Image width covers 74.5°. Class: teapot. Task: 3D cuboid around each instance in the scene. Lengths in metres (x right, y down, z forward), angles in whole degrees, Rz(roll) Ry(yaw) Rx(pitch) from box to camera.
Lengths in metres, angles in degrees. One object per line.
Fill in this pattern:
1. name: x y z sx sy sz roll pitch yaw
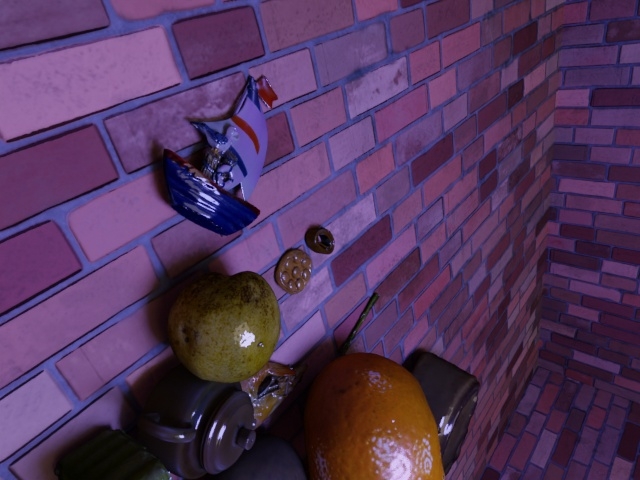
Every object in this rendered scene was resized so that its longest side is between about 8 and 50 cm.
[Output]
1. teapot: -0.200 0.323 0.740 0.267 0.175 0.186 43 59 -64

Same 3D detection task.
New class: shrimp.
1. shrimp: -0.124 0.337 0.962 0.267 0.061 0.146 -15 103 -43

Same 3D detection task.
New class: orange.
1. orange: 0.130 0.489 1.024 0.424 0.325 0.425 -5 90 -86

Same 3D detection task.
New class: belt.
1. belt: 0.000 0.000 1.014 0.083 0.036 0.059 37 67 -48

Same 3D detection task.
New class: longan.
1. longan: -0.139 0.537 0.893 0.245 0.215 0.246 13 67 -34

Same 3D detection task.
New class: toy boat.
1. toy boat: -0.155 -0.145 0.785 0.318 0.071 0.219 -56 134 -35

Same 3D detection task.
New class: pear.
1. pear: -0.165 0.141 0.745 0.197 0.197 0.198 -18 115 -45

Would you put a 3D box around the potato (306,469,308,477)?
1. potato: -0.028 0.695 1.149 0.112 0.112 0.147 -45 139 -30

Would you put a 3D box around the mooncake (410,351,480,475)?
1. mooncake: 0.402 0.633 1.502 0.393 0.246 0.395 -40 139 -42

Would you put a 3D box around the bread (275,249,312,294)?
1. bread: -0.059 0.073 0.976 0.110 0.024 0.110 -18 114 -46

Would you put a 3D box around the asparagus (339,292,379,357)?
1. asparagus: 0.112 0.249 1.229 0.233 0.022 0.023 -55 180 -24

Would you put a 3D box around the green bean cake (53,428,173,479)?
1. green bean cake: -0.308 0.421 0.660 0.113 0.214 0.201 -25 118 -48
